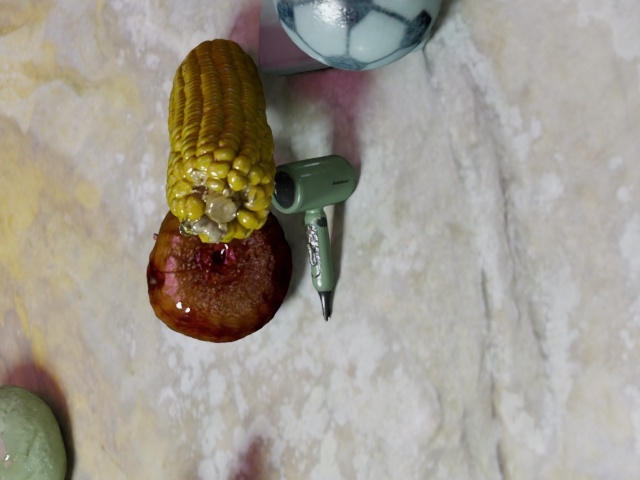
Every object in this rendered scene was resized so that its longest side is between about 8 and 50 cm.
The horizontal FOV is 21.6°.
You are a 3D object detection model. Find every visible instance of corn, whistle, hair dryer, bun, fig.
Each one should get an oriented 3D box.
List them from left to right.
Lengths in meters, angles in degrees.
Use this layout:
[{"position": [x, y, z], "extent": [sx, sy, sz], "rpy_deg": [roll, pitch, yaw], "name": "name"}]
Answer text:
[{"position": [-0.369, 0.262, 1.809], "extent": [0.203, 0.126, 0.213], "rpy_deg": [-12, 73, 43], "name": "bun"}, {"position": [-0.111, 0.031, 1.600], "extent": [0.146, 0.133, 0.201], "rpy_deg": [-61, 13, -17], "name": "fig"}, {"position": [-0.095, -0.106, 1.530], "extent": [0.102, 0.102, 0.313], "rpy_deg": [-56, 23, 24], "name": "corn"}, {"position": [0.000, 0.000, 1.519], "extent": [0.047, 0.071, 0.150], "rpy_deg": [-1, 100, 51], "name": "hair dryer"}, {"position": [0.009, -0.220, 1.471], "extent": [0.289, 0.163, 0.164], "rpy_deg": [-6, 79, 46], "name": "whistle"}]
